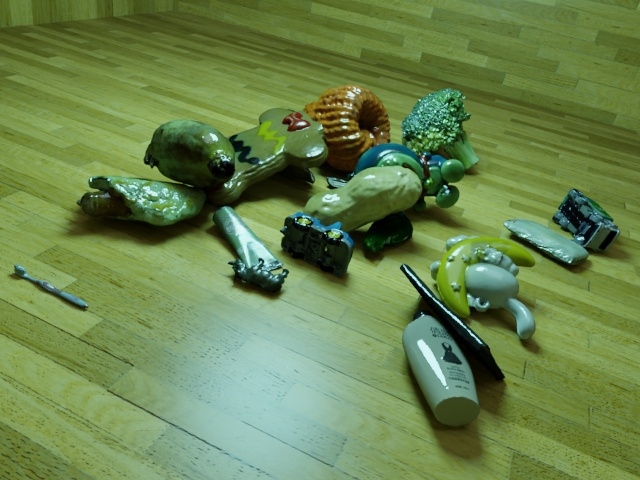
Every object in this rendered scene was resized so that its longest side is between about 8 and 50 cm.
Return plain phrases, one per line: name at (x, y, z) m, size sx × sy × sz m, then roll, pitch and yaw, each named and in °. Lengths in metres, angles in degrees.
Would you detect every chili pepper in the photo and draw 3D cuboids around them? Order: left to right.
chili pepper at (0.173, -0.020, 1.389) m, size 0.108 × 0.062 × 0.216 m, roll 23°, pitch 35°, yaw 19°

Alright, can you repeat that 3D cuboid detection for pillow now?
pillow at (0.640, -0.001, 1.512) m, size 0.128 × 0.051 × 0.229 m, roll -12°, pitch 38°, yaw -46°

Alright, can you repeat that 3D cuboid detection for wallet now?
wallet at (0.261, 0.157, 1.077) m, size 0.146 × 0.030 × 0.285 m, roll 45°, pitch 5°, yaw -41°

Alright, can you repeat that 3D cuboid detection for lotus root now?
lotus root at (-0.314, -0.210, 1.344) m, size 0.309 × 0.173 × 0.173 m, roll 18°, pitch 29°, yaw 36°
lotus root at (0.058, -0.172, 1.633) m, size 0.083 × 0.030 × 0.037 m, roll 15°, pitch 0°, yaw 1°

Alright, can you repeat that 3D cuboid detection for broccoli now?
broccoli at (0.418, -0.384, 1.935) m, size 0.249 × 0.302 × 0.375 m, roll -12°, pitch 4°, yaw 2°

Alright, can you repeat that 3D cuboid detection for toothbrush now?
toothbrush at (-0.524, 0.090, 1.031) m, size 0.193 × 0.019 × 0.013 m, roll 23°, pitch 32°, yaw 17°

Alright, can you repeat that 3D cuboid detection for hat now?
hat at (0.013, -0.336, 1.748) m, size 0.400 × 0.285 × 0.285 m, roll -10°, pitch 19°, yaw 32°

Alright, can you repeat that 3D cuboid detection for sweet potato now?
sweet potato at (-0.128, -0.240, 1.652) m, size 0.274 × 0.067 × 0.067 m, roll 27°, pitch 34°, yaw 20°

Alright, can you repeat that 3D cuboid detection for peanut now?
peanut at (0.104, -0.107, 1.358) m, size 0.319 × 0.147 × 0.147 m, roll -18°, pitch 34°, yaw -1°

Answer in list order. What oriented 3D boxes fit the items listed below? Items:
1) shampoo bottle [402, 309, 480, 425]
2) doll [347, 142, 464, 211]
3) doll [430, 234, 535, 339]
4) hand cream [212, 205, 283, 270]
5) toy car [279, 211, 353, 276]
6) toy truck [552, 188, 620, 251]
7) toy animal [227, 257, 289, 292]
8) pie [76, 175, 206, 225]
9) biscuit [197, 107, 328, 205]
shampoo bottle at (0.218, 0.220, 0.986) m, size 0.127 × 0.078 × 0.257 m, roll 12°, pitch 26°, yaw -12°
doll at (0.234, -0.177, 1.530) m, size 0.322 × 0.198 × 0.186 m, roll 3°, pitch 26°, yaw -13°
doll at (0.377, 0.092, 1.217) m, size 0.252 × 0.111 × 0.237 m, roll 17°, pitch 51°, yaw 17°
hand cream at (-0.185, -0.005, 1.265) m, size 0.086 × 0.055 × 0.235 m, roll -19°, pitch 50°, yaw -33°
toy car at (0.000, 0.000, 1.265) m, size 0.191 × 0.097 × 0.100 m, roll 26°, pitch 33°, yaw 23°
toy truck at (0.806, -0.067, 1.620) m, size 0.124 × 0.114 × 0.253 m, roll 16°, pitch 30°, yaw -12°
toy animal at (-0.141, 0.071, 1.151) m, size 0.135 × 0.047 × 0.065 m, roll 23°, pitch 44°, yaw 8°
pie at (-0.429, -0.111, 1.312) m, size 0.274 × 0.105 × 0.257 m, roll 10°, pitch 20°, yaw -5°
biscuit at (-0.189, -0.273, 1.539) m, size 0.394 × 0.076 × 0.368 m, roll -24°, pitch 40°, yaw -8°
